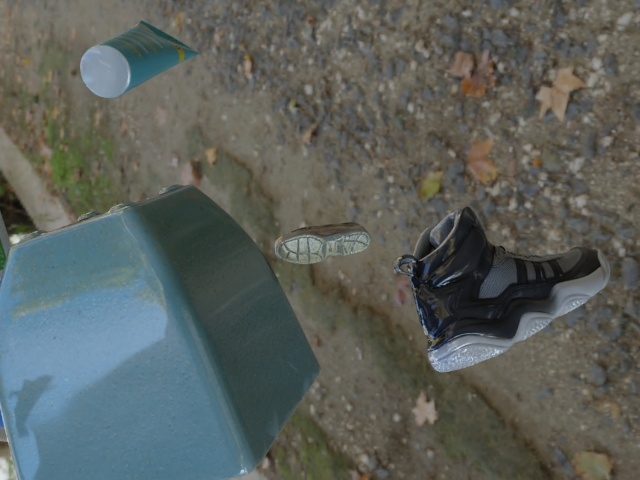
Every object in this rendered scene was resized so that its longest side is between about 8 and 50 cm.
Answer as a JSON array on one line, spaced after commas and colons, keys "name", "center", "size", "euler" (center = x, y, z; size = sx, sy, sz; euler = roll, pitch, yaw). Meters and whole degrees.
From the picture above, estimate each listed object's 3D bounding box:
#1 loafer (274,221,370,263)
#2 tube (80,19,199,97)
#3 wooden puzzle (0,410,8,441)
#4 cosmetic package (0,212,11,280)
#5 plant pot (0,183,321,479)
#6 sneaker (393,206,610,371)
[{"name": "loafer", "center": [0.000, 0.000, 0.998], "size": [0.039, 0.125, 0.045], "euler": [-118, 26, -54]}, {"name": "tube", "center": [-0.197, -0.205, 0.861], "size": [0.052, 0.080, 0.207], "euler": [-54, 8, 23]}, {"name": "wooden puzzle", "center": [-0.586, 0.293, 1.716], "size": [0.080, 0.347, 0.323], "euler": [123, 154, -86]}, {"name": "cosmetic package", "center": [-0.613, 0.009, 1.022], "size": [0.155, 0.365, 0.197], "euler": [-16, 93, 31]}, {"name": "plant pot", "center": [-0.178, 0.087, 0.794], "size": [0.247, 0.247, 0.253], "euler": [-16, 99, 18]}, {"name": "sneaker", "center": [0.201, 0.025, 0.858], "size": [0.153, 0.268, 0.101], "euler": [63, 149, 5]}]
